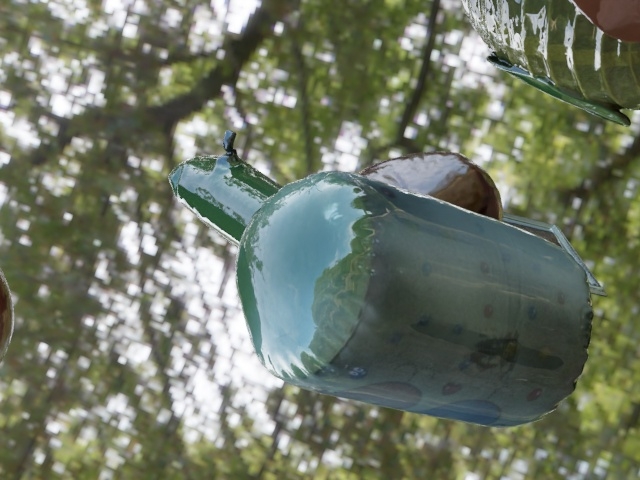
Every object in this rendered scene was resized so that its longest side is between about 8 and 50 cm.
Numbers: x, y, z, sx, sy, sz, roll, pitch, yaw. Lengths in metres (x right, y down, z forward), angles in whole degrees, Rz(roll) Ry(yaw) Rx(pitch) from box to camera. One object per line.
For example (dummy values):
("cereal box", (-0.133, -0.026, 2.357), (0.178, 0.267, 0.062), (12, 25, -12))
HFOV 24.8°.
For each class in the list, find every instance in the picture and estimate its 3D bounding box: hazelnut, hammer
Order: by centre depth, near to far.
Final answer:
("hammer", (0.000, 0.000, 0.886), (0.206, 0.335, 0.119), (18, -81, -36))
("hazelnut", (0.104, -0.002, 1.620), (0.212, 0.181, 0.181), (-20, -52, -2))

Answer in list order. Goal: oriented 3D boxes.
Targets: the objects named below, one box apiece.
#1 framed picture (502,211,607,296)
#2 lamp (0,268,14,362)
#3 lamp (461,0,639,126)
("framed picture", (0.276, 0.003, 2.070), (0.273, 0.216, 0.016), (-107, 32, -69))
("lamp", (-0.393, 0.061, 1.122), (0.305, 0.305, 0.239), (-54, 2, -28))
("lamp", (0.193, -0.224, 1.015), (0.250, 0.284, 0.250), (-28, -45, -32))
